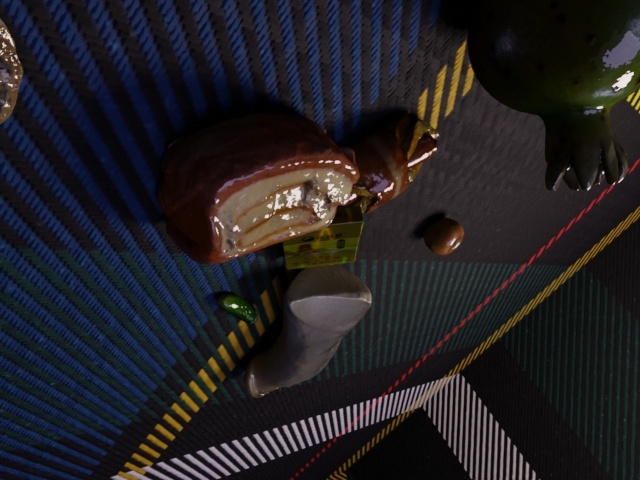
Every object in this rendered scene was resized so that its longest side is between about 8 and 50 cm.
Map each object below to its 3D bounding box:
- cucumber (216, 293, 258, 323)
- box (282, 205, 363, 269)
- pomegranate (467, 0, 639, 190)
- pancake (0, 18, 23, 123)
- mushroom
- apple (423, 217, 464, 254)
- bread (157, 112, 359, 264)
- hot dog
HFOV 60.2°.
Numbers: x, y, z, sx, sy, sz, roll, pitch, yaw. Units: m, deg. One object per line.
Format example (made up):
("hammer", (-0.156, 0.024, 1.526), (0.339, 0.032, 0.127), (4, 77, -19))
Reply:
("cucumber", (-0.140, 0.125, 0.997), (0.037, 0.037, 0.155), (-36, 152, 2))
("box", (0.000, 0.000, 0.874), (0.121, 0.030, 0.193), (-7, 161, -3))
("pomegranate", (0.316, -0.221, 0.664), (0.242, 0.306, 0.242), (-19, 165, -5))
("pancake", (-0.315, -0.133, 0.431), (0.151, 0.025, 0.152), (-27, 151, -16))
("mushroom", (-0.044, 0.201, 1.124), (0.177, 0.126, 0.397), (-5, 141, -27))
("apple", (0.262, -0.010, 1.182), (0.084, 0.071, 0.084), (-33, 152, -21))
("bread", (-0.069, -0.071, 0.686), (0.244, 0.123, 0.190), (-23, 148, -23))
("hot dog", (0.081, -0.099, 0.828), (0.261, 0.093, 0.123), (-32, 152, -6))
